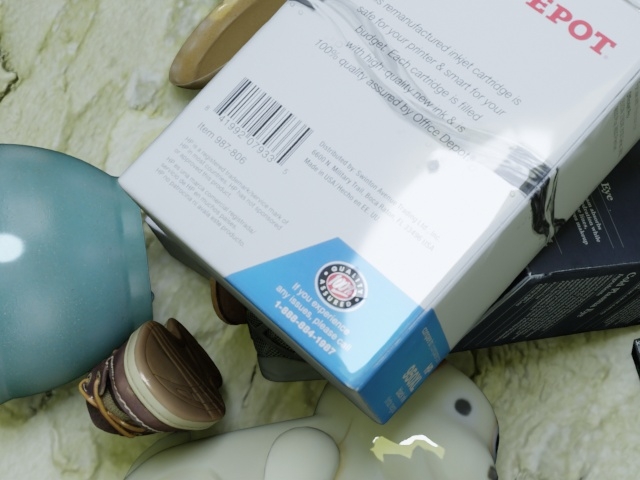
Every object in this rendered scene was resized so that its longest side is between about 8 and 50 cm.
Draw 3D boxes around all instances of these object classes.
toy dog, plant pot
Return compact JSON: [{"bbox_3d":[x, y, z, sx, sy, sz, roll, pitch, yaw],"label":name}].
[{"bbox_3d":[0.001,0.276,1.339,0.408,0.284,0.395,-32,23,-3],"label":"toy dog"},{"bbox_3d":[-0.290,0.026,1.467,0.196,0.293,0.293,-7,67,-9],"label":"plant pot"},{"bbox_3d":[-0.085,-0.261,1.597,0.236,0.032,0.236,-33,27,19],"label":"plant pot"}]

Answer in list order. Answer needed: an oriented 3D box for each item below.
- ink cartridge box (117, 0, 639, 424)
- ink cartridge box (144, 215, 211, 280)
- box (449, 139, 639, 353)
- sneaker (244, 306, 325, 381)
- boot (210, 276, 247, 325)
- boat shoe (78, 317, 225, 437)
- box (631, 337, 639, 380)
[{"bbox_3d":[0.072,-0.085,1.160,0.285,0.166,0.395,40,83,22],"label":"ink cartridge box"},{"bbox_3d":[-0.032,-0.066,1.533,0.207,0.117,0.283,31,77,19],"label":"ink cartridge box"},{"bbox_3d":[0.235,-0.083,1.390,0.313,0.179,0.343,-5,64,-29],"label":"box"},{"bbox_3d":[0.018,0.062,1.249,0.228,0.130,0.087,-6,24,38],"label":"sneaker"},{"bbox_3d":[0.000,0.000,1.335,0.207,0.090,0.248,28,93,46],"label":"boot"},{"bbox_3d":[-0.181,0.159,1.365,0.123,0.342,0.123,-38,94,0],"label":"boat shoe"},{"bbox_3d":[0.375,0.144,1.419,0.062,0.052,0.083,-16,66,4],"label":"box"}]
